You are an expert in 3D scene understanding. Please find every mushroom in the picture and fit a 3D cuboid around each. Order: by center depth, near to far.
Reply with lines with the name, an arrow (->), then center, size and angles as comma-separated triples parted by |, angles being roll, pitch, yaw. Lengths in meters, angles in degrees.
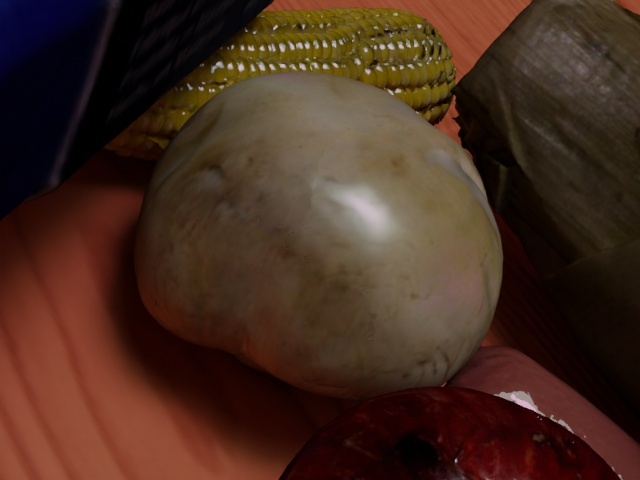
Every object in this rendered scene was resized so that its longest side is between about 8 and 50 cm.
mushroom -> 0.000, 0.000, 0.540 | 0.148, 0.112, 0.148 | 18, 38, -15

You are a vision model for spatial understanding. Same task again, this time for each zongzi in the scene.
zongzi -> 0.146, 0.006, 0.542 | 0.274, 0.145, 0.300 | 45, 16, 13

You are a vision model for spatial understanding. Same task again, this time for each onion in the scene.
onion -> 0.039, 0.109, 0.445 | 0.131, 0.131, 0.131 | 19, 40, -17

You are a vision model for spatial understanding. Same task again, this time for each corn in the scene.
corn -> -0.023, -0.070, 0.632 | 0.203, 0.072, 0.072 | -9, 54, -39

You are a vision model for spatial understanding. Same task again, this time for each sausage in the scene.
sausage -> 0.106, 0.104, 0.540 | 0.154, 0.062, 0.062 | 41, 39, 11

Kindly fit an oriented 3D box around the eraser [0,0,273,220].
eraser -> -0.112, -0.098, 0.463 | 0.155, 0.101, 0.332 | 27, 33, 5
